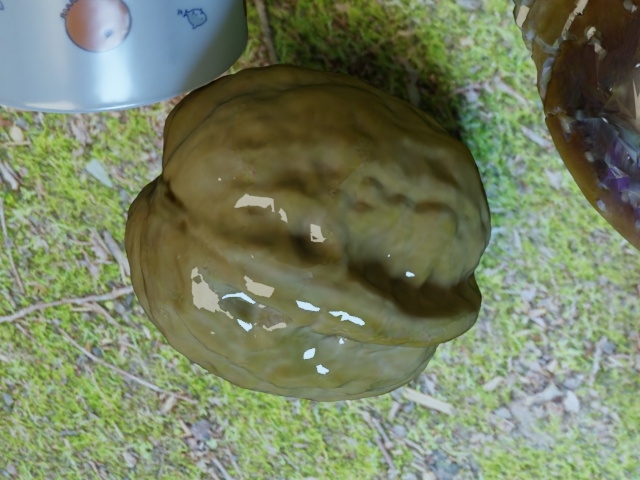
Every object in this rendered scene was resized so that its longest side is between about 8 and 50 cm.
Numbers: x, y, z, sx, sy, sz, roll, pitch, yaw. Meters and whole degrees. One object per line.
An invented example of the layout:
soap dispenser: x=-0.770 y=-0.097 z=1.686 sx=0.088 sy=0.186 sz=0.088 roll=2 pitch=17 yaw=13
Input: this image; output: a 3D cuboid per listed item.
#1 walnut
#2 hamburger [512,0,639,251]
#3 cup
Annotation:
walnut: x=0.000 y=0.000 z=1.270 sx=0.257 sy=0.257 sz=0.224 roll=27 pitch=104 yaw=14
hamburger: x=0.252 y=-0.096 z=1.096 sx=0.286 sy=0.146 sz=0.243 roll=38 pitch=130 yaw=18
cup: x=-0.157 y=-0.271 z=1.204 sx=0.212 sy=0.212 sz=0.317 roll=15 pitch=125 yaw=23
